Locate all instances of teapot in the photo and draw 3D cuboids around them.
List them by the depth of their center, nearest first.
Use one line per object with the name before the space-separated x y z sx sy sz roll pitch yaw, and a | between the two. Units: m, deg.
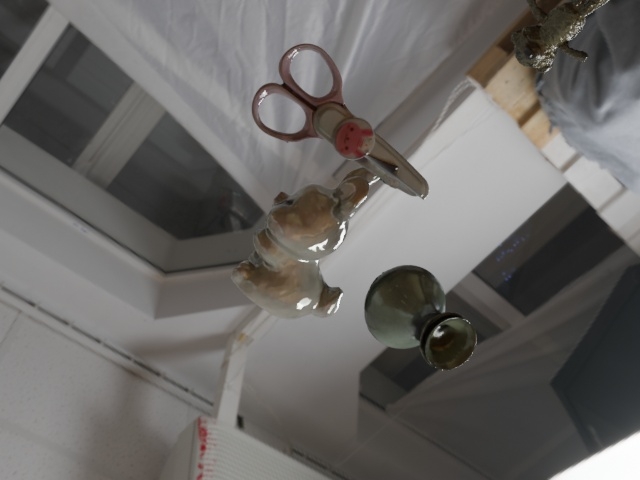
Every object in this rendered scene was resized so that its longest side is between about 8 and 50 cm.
teapot | 0.202 0.160 1.217 0.183 0.183 0.251 37 -179 -24

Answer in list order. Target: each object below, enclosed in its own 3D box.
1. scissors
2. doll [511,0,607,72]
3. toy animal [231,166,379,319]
scissors | 0.037 -0.128 0.733 0.242 0.118 0.030 35 -168 -10
doll | 0.562 -0.491 1.381 0.285 0.091 0.203 -1 130 48
toy animal | -0.010 -0.003 1.307 0.241 0.368 0.196 30 -160 -3
